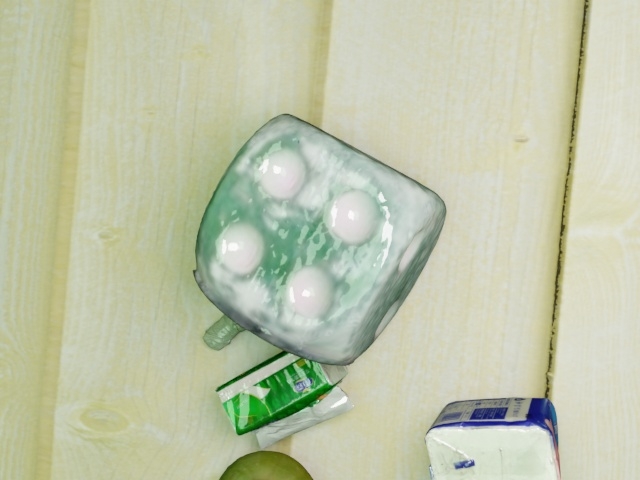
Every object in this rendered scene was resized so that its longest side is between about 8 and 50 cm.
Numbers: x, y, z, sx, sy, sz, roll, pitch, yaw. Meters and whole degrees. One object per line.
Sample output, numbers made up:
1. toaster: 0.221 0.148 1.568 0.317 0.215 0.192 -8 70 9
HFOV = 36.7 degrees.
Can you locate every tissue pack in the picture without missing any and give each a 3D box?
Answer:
1. tissue pack: 0.296 0.349 1.629 0.209 0.269 0.137 -3 90 13
2. tissue pack: -0.057 0.285 1.794 0.209 0.148 0.156 -29 81 13

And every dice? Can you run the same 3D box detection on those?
1. dice: 0.000 0.000 1.685 0.328 0.330 0.348 32 96 15

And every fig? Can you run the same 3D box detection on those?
1. fig: -0.106 0.493 1.763 0.207 0.230 0.207 0 90 16

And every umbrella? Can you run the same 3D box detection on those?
1. umbrella: -0.168 0.156 1.878 0.143 0.062 0.067 -48 47 11
